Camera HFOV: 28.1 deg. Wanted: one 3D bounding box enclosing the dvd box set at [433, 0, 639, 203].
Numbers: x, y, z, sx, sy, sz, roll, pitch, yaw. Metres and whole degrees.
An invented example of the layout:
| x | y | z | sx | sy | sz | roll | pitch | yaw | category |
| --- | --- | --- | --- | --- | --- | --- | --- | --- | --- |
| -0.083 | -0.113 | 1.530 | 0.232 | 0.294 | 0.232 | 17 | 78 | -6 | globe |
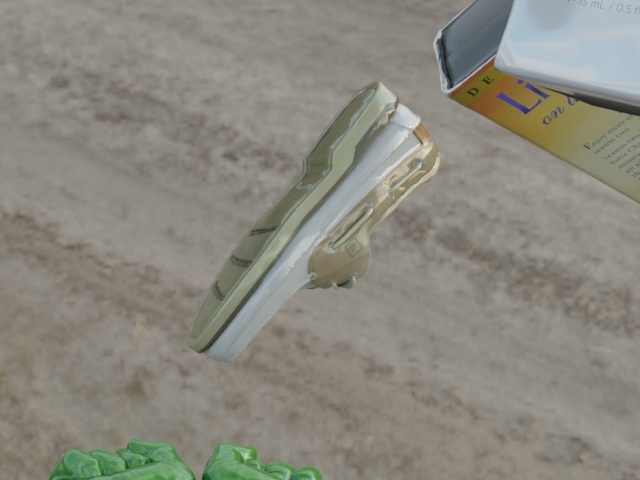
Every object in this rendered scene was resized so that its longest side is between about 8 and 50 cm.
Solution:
| x | y | z | sx | sy | sz | roll | pitch | yaw | category |
| --- | --- | --- | --- | --- | --- | --- | --- | --- | --- |
| 0.328 | -0.118 | 0.834 | 0.420 | 0.308 | 0.062 | 23 | 43 | -32 | dvd box set |

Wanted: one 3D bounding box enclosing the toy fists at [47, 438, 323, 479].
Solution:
| x | y | z | sx | sy | sz | roll | pitch | yaw | category |
| --- | --- | --- | --- | --- | --- | --- | --- | --- | --- |
| -0.121 | 0.249 | 1.213 | 0.279 | 0.096 | 0.142 | 5 | 8 | -17 | toy fists |

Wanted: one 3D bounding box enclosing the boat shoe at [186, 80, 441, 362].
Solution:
| x | y | z | sx | sy | sz | roll | pitch | yaw | category |
| --- | --- | --- | --- | --- | --- | --- | --- | --- | --- |
| 0.000 | 0.000 | 1.179 | 0.302 | 0.103 | 0.113 | -52 | 17 | -5 | boat shoe |

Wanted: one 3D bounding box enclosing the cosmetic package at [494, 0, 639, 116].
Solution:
| x | y | z | sx | sy | sz | roll | pitch | yaw | category |
| --- | --- | --- | --- | --- | --- | --- | --- | --- | --- |
| 0.275 | -0.158 | 0.475 | 0.377 | 0.284 | 0.097 | 21 | 9 | 42 | cosmetic package |
